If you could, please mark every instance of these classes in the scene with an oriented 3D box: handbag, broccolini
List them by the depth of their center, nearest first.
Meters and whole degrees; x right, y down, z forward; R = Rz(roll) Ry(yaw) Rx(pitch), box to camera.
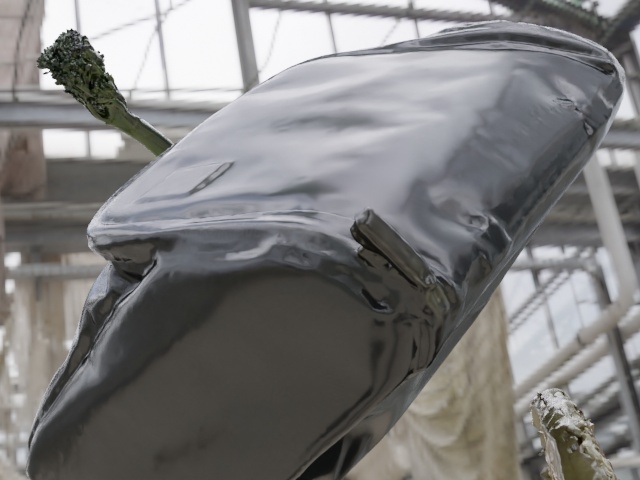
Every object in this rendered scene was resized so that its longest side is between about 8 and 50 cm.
[{"bbox_3d":[-0.003,-0.001,0.612,0.302,0.178,0.275,-44,-13,-47],"label":"handbag"},{"bbox_3d":[-0.161,-0.097,1.039,0.054,0.051,0.239,-7,-32,26],"label":"broccolini"}]

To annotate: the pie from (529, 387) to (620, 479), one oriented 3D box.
[{"bbox_3d":[0.155,0.213,0.645,0.055,0.274,0.274,-12,-25,4],"label":"pie"}]
